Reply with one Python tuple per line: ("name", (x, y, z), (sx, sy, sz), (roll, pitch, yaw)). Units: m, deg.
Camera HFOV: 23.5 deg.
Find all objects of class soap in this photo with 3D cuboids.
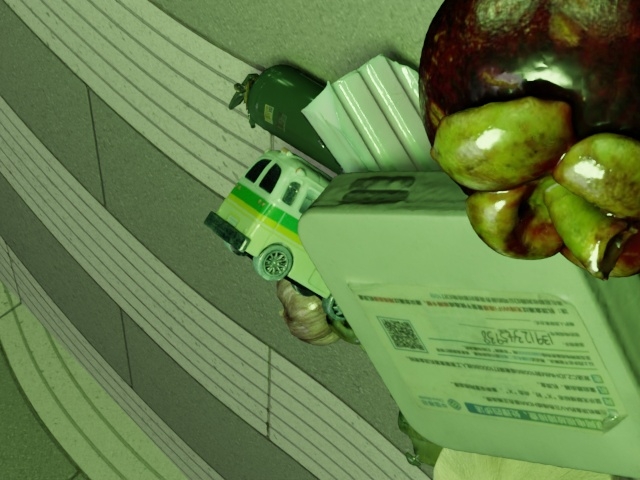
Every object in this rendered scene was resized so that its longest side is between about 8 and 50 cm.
("soap", (0.092, -0.114, 1.876), (0.230, 0.145, 0.091), (58, 157, -8))

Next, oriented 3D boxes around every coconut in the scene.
("coconut", (0.267, 0.319, 1.997), (0.237, 0.266, 0.237), (4, 107, 14))

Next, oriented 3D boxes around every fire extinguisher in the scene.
("fire extinguisher", (-0.012, -0.158, 2.064), (0.311, 0.095, 0.114), (35, 125, 36))

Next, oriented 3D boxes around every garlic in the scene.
("garlic", (-0.017, 0.096, 2.398), (0.159, 0.102, 0.147), (-2, -109, -80))

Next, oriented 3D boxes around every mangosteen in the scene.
("mangosteen", (0.232, -0.113, 1.368), (0.307, 0.347, 0.307), (11, 145, 8))

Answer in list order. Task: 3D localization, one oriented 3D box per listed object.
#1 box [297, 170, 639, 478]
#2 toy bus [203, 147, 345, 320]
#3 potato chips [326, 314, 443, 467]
("box", (0.201, 0.095, 1.752), (0.396, 0.111, 0.396), (3, 132, 45))
("toy bus", (0.000, 0.000, 2.100), (0.276, 0.164, 0.134), (31, -178, -33))
("potato chips", (0.182, 0.249, 2.295), (0.389, 0.097, 0.373), (23, 149, 47))
